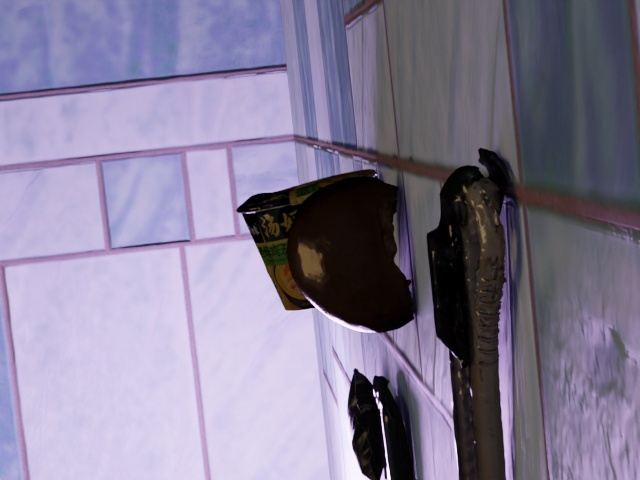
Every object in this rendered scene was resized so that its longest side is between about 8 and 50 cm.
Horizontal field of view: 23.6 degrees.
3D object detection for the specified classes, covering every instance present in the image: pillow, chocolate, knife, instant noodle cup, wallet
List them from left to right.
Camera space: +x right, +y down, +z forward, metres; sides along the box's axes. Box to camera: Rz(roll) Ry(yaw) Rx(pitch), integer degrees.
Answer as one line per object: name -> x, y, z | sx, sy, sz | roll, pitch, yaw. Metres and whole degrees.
instant noodle cup -> 0.000, 0.000, 1.594 | 0.151, 0.151, 0.122 | -116, 11, -80
chocolate -> 0.039, 0.020, 1.398 | 0.124, 0.127, 0.133 | 40, -161, -49
pillow -> 0.055, 0.216, 1.790 | 0.150, 0.048, 0.090 | -93, 6, -75
wallet -> 0.083, 0.294, 1.623 | 0.146, 0.030, 0.285 | -123, 25, -76
knife -> 0.096, 0.114, 0.950 | 0.089, 0.043, 0.365 | -100, 5, -62
